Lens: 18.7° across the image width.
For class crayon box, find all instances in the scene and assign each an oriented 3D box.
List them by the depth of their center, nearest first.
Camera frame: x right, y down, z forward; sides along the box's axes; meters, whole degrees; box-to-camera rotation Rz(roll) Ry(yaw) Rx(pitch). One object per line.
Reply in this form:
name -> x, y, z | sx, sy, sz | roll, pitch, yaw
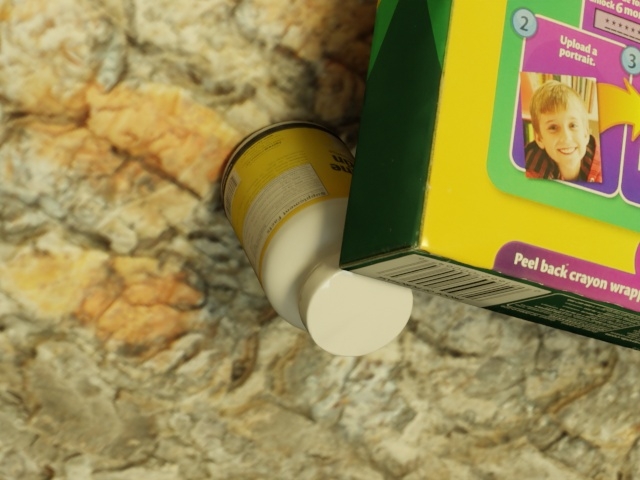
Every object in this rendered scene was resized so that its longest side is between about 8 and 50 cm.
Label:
crayon box -> 0.209, -0.095, 1.315 | 0.363, 0.106, 0.313 | 16, 74, -27

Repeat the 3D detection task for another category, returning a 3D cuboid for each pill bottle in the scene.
pill bottle -> 0.000, 0.000, 1.348 | 0.103, 0.184, 0.103 | -9, 123, -14
